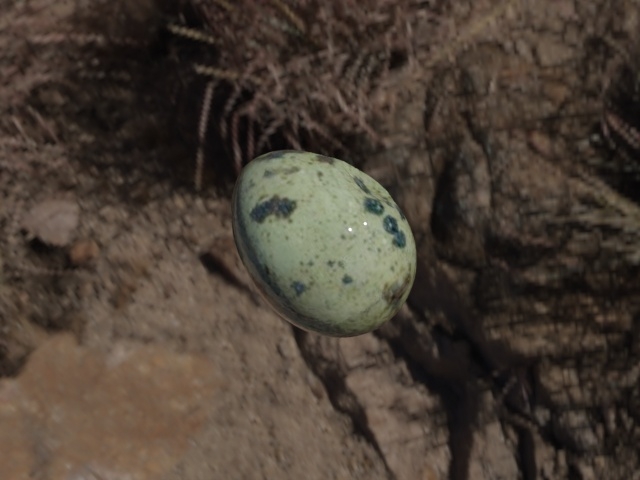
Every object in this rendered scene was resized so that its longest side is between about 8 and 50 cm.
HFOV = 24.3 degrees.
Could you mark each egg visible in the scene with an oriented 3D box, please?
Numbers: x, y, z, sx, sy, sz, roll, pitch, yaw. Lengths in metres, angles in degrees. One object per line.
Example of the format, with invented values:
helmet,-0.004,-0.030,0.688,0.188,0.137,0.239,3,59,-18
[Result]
egg,0.000,0.000,1.276,0.181,0.141,0.141,45,75,-4
